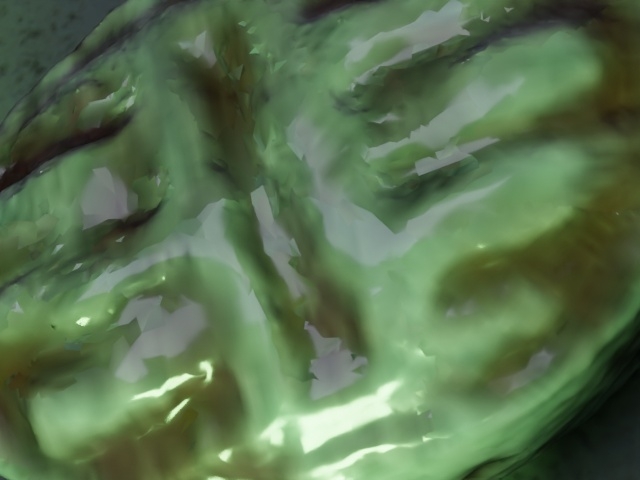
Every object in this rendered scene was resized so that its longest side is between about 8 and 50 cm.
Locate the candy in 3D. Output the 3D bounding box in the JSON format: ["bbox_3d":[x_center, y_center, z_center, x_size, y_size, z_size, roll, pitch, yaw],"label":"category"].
[{"bbox_3d":[0.000,0.000,0.690,0.289,0.157,0.214,-24,70,8],"label":"candy"}]
